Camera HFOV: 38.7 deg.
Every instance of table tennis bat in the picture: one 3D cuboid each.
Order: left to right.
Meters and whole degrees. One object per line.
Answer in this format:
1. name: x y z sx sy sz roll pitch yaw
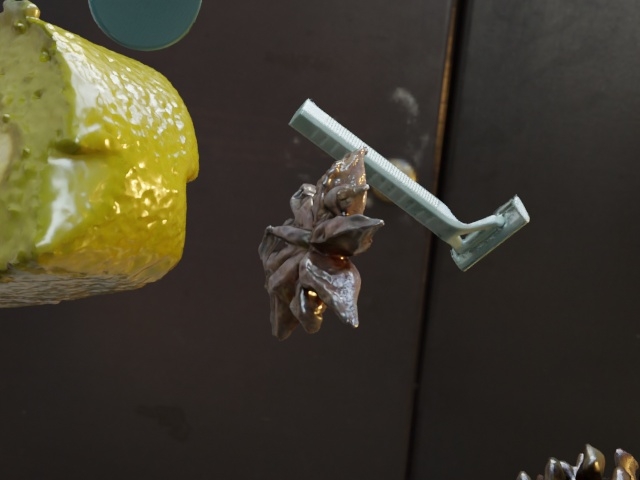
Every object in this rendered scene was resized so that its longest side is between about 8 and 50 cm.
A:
1. table tennis bat: -0.172 -0.303 0.990 0.201 0.124 0.033 -61 -154 4

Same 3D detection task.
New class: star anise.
1. star anise: 0.000 0.000 0.826 0.182 0.065 0.195 8 -106 64

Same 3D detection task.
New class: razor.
1. razor: 0.086 -0.060 0.994 0.111 0.278 0.056 -44 -157 41

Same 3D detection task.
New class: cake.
1. cake: -0.208 -0.049 0.612 0.156 0.261 0.179 8 75 -58

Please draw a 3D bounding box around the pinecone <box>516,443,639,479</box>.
1. pinecone: 0.296 0.418 0.996 0.398 0.398 0.397 7 90 -84
